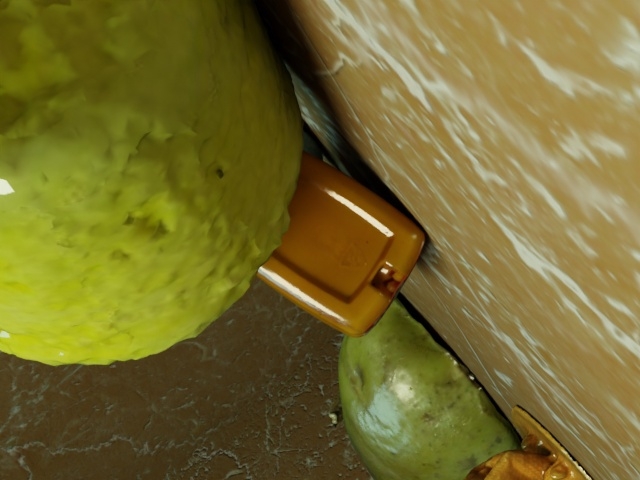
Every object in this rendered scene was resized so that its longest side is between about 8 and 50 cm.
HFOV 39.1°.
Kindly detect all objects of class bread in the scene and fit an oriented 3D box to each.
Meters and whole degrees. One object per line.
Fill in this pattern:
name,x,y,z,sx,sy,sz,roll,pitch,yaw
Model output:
bread,-0.196,-0.108,0.634,0.348,0.348,0.307,50,172,23

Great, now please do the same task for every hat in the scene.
hat,0.200,0.341,1.029,0.233,0.233,0.244,54,175,-27

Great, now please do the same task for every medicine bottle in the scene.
medicine bottle,0.007,0.012,0.836,0.149,0.112,0.222,34,175,6

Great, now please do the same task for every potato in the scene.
potato,0.111,0.238,1.354,0.280,0.213,0.330,52,175,-33

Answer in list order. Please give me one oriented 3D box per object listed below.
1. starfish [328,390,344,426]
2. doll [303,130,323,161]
starfish,0.165,0.285,1.692,0.324,0.082,0.432,35,-157,0
doll,-0.057,-0.104,0.962,0.120,0.075,0.180,46,-178,-37
